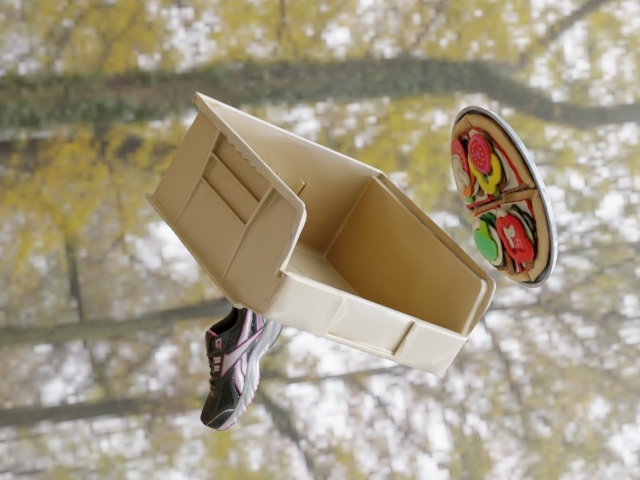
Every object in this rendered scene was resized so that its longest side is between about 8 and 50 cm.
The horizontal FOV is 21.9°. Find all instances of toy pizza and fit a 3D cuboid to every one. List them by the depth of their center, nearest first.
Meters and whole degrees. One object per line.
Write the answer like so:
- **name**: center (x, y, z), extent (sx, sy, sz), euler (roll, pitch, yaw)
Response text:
- **toy pizza**: center (0.180, -0.041, 1.712), extent (0.201, 0.032, 0.201), euler (57, -20, 33)

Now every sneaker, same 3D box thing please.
- **sneaker**: center (-0.112, 0.137, 1.994), extent (0.072, 0.077, 0.178), euler (20, -93, 66)

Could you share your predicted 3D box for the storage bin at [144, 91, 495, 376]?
- **storage bin**: center (0.000, 0.000, 1.647), extent (0.123, 0.262, 0.260), euler (-58, -140, 13)
